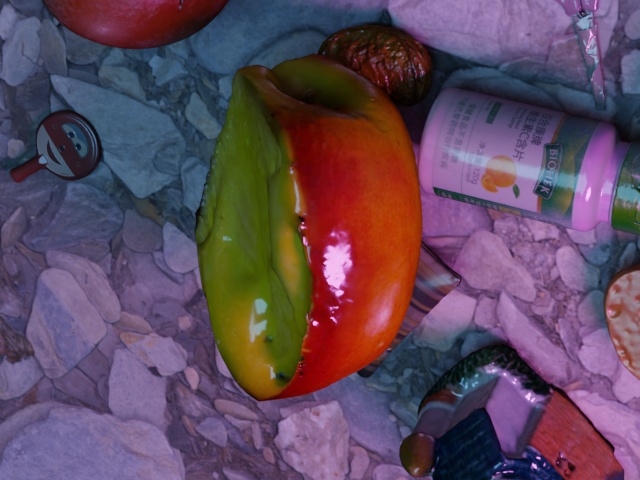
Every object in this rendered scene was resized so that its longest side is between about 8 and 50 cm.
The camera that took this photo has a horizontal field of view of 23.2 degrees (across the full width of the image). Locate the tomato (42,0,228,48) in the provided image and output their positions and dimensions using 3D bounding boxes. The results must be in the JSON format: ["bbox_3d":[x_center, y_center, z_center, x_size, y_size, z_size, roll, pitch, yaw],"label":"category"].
[{"bbox_3d":[-0.225,-0.353,1.856,0.265,0.265,0.265,9,114,21],"label":"tomato"}]

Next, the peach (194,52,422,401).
[{"bbox_3d":[0.000,0.000,1.826,0.306,0.242,0.380,53,137,40],"label":"peach"}]

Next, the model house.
[{"bbox_3d":[0.215,0.292,1.909,0.184,0.291,0.253,-41,91,27],"label":"model house"}]

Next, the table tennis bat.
[{"bbox_3d":[-0.368,-0.120,2.155,0.154,0.019,0.098,-26,99,28],"label":"table tennis bat"}]

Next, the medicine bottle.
[{"bbox_3d":[0.260,-0.088,1.816,0.274,0.133,0.133,15,116,17],"label":"medicine bottle"}]

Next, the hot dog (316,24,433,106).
[{"bbox_3d":[0.067,-0.209,1.892,0.147,0.065,0.099,2,112,19],"label":"hot dog"}]

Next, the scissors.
[{"bbox_3d":[0.303,-0.249,1.795,0.110,0.021,0.212,-5,108,28],"label":"scissors"}]

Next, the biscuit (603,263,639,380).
[{"bbox_3d":[0.516,0.070,1.811,0.376,0.051,0.269,-11,104,24],"label":"biscuit"}]

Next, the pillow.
[{"bbox_3d":[0.048,0.043,2.012,0.208,0.052,0.212,46,123,8],"label":"pillow"}]
